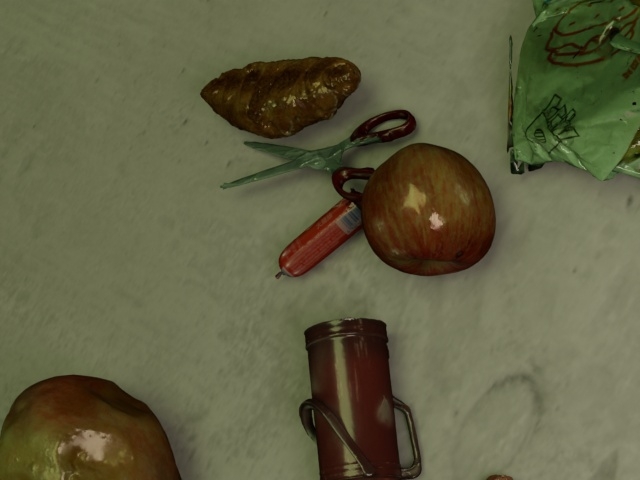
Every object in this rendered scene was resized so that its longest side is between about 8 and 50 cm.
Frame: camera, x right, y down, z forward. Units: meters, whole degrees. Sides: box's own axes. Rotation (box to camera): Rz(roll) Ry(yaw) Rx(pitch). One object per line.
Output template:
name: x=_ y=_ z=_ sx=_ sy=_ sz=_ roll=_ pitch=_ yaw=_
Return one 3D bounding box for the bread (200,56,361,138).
bread: x=-0.044 y=-0.175 z=1.370 sx=0.233 sy=0.076 sz=0.104 roll=-3 pitch=53 yaw=33

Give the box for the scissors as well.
scissors: x=-0.010 y=-0.099 z=1.337 sx=0.248 sy=0.017 sz=0.144 roll=-1 pitch=48 yaw=33

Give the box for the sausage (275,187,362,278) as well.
sausage: x=0.000 y=0.000 z=1.309 sx=0.145 sy=0.050 sz=0.048 roll=-41 pitch=90 yaw=17

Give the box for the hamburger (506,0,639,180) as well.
hamburger: x=0.311 y=-0.178 z=1.129 sx=0.276 sy=0.150 sz=0.260 roll=21 pitch=86 yaw=32

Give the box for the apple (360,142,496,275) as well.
apple: x=0.116 y=-0.033 z=1.190 sx=0.146 sy=0.146 sz=0.130 roll=-12 pitch=71 yaw=26

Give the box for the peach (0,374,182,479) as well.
peach: x=-0.271 y=0.278 z=1.289 sx=0.236 sy=0.214 sz=0.214 roll=27 pitch=88 yaw=16

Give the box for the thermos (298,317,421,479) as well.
thermos: x=0.043 y=0.206 z=1.189 sx=0.124 sy=0.099 sz=0.232 roll=-3 pitch=69 yaw=-12

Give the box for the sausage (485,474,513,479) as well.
sausage: x=0.178 y=0.311 z=1.111 sx=0.030 sy=0.035 sz=0.147 roll=-24 pitch=57 yaw=57
